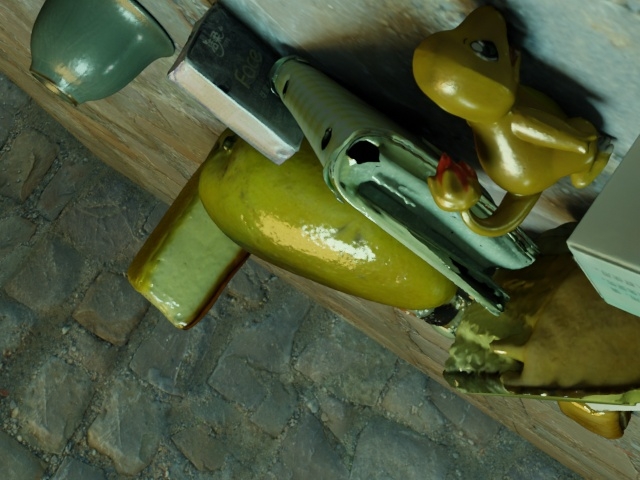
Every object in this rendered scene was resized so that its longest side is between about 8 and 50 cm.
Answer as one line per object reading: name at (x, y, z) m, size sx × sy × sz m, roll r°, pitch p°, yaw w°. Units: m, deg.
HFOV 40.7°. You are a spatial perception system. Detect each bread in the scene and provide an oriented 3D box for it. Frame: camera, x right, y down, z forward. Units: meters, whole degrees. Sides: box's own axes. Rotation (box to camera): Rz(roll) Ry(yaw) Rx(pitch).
bread at (0.440, 0.263, 1.400) m, size 0.116 × 0.077 × 0.200 m, roll 22°, pitch 166°, yaw 28°
bread at (0.255, 0.065, 0.745) m, size 0.262 × 0.162 × 0.204 m, roll -6°, pitch -175°, yaw -20°
bread at (-0.204, -0.014, 1.533) m, size 0.143 × 0.323 × 0.333 m, roll 37°, pitch 173°, yaw -13°

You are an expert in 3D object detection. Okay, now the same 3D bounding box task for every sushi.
sushi at (0.192, 0.087, 1.315) m, size 0.226 × 0.097 × 0.103 m, roll 23°, pitch -177°, yaw -23°

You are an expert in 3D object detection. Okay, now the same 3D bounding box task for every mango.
mango at (0.011, -0.026, 1.095) m, size 0.365 × 0.182 × 0.253 m, roll 34°, pitch 171°, yaw 12°

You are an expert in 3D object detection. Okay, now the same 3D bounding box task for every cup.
cup at (-0.324, -0.267, 1.196) m, size 0.199 × 0.150 × 0.199 m, roll 34°, pitch 172°, yaw 6°

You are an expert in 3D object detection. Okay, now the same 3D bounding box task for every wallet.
wallet at (0.066, -0.070, 0.804) m, size 0.223 × 0.077 × 0.309 m, roll 31°, pitch -167°, yaw -21°

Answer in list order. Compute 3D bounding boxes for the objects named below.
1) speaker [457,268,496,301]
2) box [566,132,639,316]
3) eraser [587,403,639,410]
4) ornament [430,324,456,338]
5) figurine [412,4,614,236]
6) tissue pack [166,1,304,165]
speaker at (0.245, 0.069, 1.167) m, size 0.040 × 0.046 × 0.191 m, roll 40°, pitch 172°, yaw -20°
box at (0.276, 0.013, 0.441) m, size 0.269 × 0.135 × 0.079 m, roll 26°, pitch 167°, yaw 46°
eraser at (0.368, 0.156, 1.051) m, size 0.076 × 0.078 × 0.298 m, roll 35°, pitch 171°, yaw 7°
ornament at (0.196, 0.106, 1.486) m, size 0.156 × 0.081 × 0.075 m, roll 37°, pitch -148°, yaw 6°
figurine at (0.118, -0.076, 0.616) m, size 0.176 × 0.122 × 0.121 m, roll 41°, pitch 172°, yaw -38°
tissue pack at (-0.081, -0.167, 0.928) m, size 0.156 × 0.112 × 0.051 m, roll 37°, pitch 132°, yaw -22°
